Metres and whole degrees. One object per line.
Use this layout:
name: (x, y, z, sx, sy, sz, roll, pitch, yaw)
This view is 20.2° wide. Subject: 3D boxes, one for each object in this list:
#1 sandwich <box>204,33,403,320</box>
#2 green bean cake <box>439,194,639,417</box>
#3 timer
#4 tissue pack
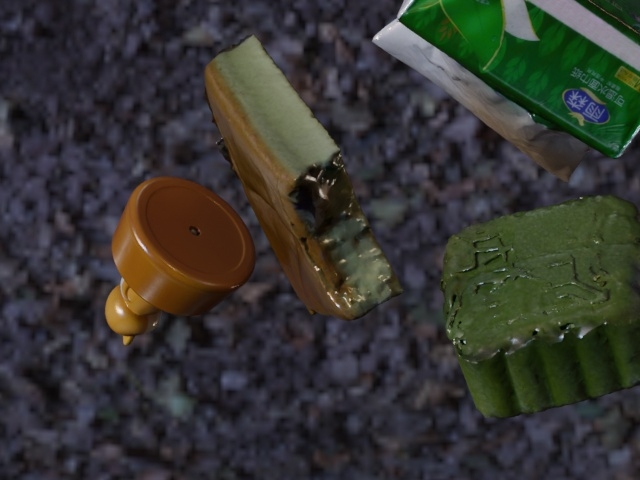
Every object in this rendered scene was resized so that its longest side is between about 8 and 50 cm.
sandwich: (0.000, 0.000, 1.294, 0.063, 0.212, 0.245, -28, 128, -4)
green bean cake: (0.232, 0.065, 1.783, 0.214, 0.200, 0.113, -13, 132, 12)
timer: (-0.152, 0.037, 1.664, 0.132, 0.132, 0.152, 19, 131, -27)
tissue pack: (0.163, -0.156, 1.427, 0.209, 0.148, 0.156, 33, 110, -6)
